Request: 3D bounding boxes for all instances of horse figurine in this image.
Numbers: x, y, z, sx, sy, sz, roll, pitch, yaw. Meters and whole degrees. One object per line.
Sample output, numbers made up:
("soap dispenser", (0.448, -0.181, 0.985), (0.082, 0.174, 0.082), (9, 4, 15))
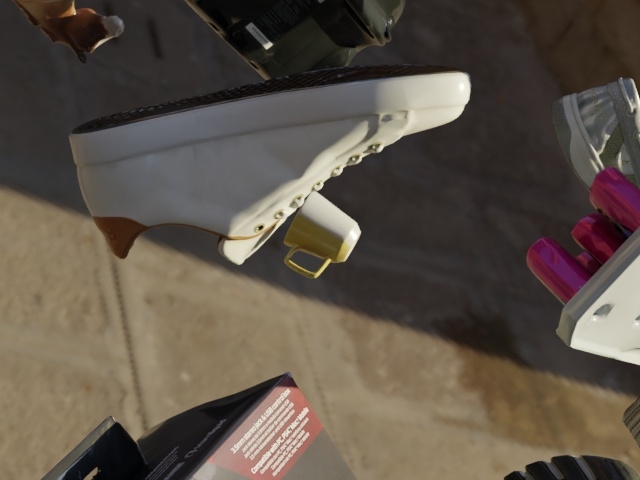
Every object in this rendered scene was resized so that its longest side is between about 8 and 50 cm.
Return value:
("horse figurine", (-0.220, -0.208, 1.097), (0.263, 0.174, 0.066), (13, 67, -39))

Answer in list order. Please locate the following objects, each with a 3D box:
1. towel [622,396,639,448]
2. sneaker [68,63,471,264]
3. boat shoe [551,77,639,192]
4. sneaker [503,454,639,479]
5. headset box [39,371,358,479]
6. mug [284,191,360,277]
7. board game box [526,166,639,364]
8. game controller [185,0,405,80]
("towel", (0.452, 0.225, 1.562), (0.056, 0.312, 0.324), (3, 52, -39))
("sneaker", (-0.027, -0.054, 1.170), (0.290, 0.123, 0.106), (-12, 12, 3))
("boat shoe", (0.371, -0.075, 1.828), (0.320, 0.103, 0.118), (43, 32, -42))
("sneaker", (0.139, 0.219, 1.059), (0.094, 0.208, 0.081), (25, 28, -41))
("headset box", (-0.039, 0.218, 0.717), (0.293, 0.110, 0.218), (58, 37, -8))
("mug", (0.001, -0.002, 1.635), (0.064, 0.078, 0.062), (29, 8, 4))
("board game box", (0.319, -0.081, 0.824), (0.050, 0.390, 0.390), (50, 19, 30))
("game controller", (-0.026, -0.242, 1.546), (0.067, 0.166, 0.319), (62, 10, 26))
